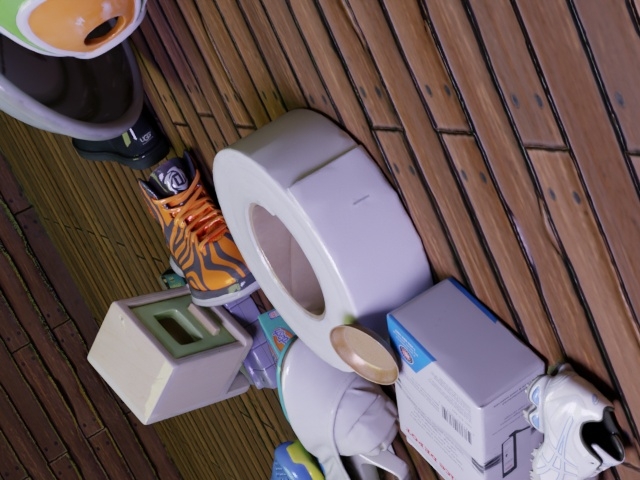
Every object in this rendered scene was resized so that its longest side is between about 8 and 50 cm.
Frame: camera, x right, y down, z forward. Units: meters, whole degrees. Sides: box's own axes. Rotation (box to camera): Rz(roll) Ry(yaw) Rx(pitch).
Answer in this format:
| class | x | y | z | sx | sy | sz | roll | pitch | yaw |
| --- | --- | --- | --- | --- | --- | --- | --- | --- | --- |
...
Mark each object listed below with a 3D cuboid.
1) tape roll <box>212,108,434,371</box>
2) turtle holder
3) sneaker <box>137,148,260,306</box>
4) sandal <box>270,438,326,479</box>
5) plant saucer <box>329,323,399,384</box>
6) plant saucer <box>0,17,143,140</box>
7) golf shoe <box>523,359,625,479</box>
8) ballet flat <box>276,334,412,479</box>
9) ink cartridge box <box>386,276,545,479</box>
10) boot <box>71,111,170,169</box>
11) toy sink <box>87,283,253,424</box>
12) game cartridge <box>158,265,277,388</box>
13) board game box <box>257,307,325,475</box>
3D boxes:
| class | x | y | z | sx | sy | sz | roll | pitch | yaw |
| --- | --- | --- | --- | --- | --- | --- | --- | --- | --- |
| tape roll | 0.000 | 0.000 | 1.315 | 0.286 | 0.100 | 0.286 | 49 | 159 | 26 |
| turtle holder | -0.333 | -0.344 | 1.408 | 0.320 | 0.243 | 0.227 | 20 | 156 | 42 |
| sneaker | -0.177 | -0.023 | 1.684 | 0.321 | 0.125 | 0.180 | 20 | 139 | 61 |
| sandal | -0.048 | 0.431 | 1.840 | 0.126 | 0.138 | 0.317 | -121 | 21 | -46 |
| plant saucer | 0.047 | 0.111 | 1.207 | 0.083 | 0.015 | 0.083 | 28 | 148 | 20 |
| plant saucer | -0.403 | -0.275 | 1.545 | 0.400 | 0.100 | 0.400 | 43 | -155 | -25 |
| golf shoe | 0.236 | 0.195 | 1.083 | 0.086 | 0.069 | 0.176 | 28 | 146 | 46 |
| ballet flat | 0.054 | 0.259 | 1.574 | 0.139 | 0.139 | 0.400 | 42 | 160 | 39 |
| ink cartridge box | 0.148 | 0.161 | 1.211 | 0.148 | 0.086 | 0.203 | 45 | 157 | 37 |
| boot | -0.344 | -0.222 | 1.835 | 0.246 | 0.094 | 0.207 | 19 | 141 | 52 |
| toy sink | -0.206 | 0.161 | 1.838 | 0.153 | 0.234 | 0.131 | 44 | 121 | 26 |
| game cartridge | -0.172 | 0.138 | 2.024 | 0.230 | 0.068 | 0.355 | 57 | 161 | -8 |
| board game box | -0.021 | 0.219 | 1.730 | 0.160 | 0.047 | 0.210 | -123 | 13 | -51 |
